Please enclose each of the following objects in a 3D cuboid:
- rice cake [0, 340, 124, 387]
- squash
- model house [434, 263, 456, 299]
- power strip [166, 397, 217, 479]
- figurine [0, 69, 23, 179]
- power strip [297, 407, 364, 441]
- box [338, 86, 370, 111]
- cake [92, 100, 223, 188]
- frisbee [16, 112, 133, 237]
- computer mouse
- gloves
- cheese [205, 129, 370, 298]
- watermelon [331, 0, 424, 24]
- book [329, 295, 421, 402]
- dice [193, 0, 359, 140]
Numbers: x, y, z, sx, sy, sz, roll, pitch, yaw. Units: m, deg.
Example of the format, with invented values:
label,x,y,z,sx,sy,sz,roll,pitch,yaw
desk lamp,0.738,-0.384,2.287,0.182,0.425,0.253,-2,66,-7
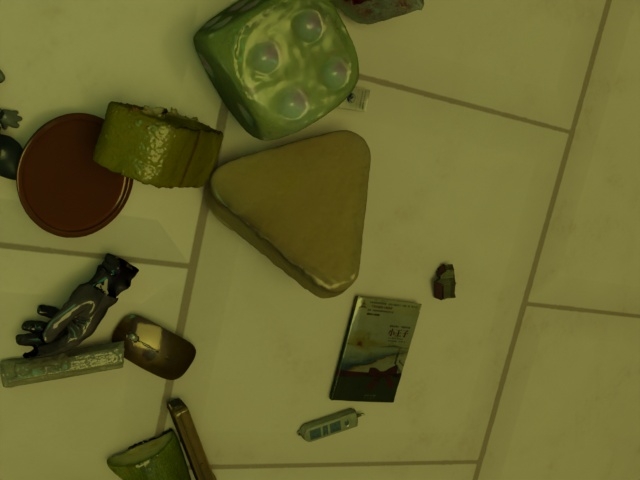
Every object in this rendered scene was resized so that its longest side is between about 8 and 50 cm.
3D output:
label,x,y,z,sx,sy,sz,roll,pitch,yaw
rice cake,-0.542,0.262,1.565,0.256,0.052,0.057,-8,96,-16
squash,-0.377,0.592,1.726,0.169,0.093,0.252,-20,112,-21
model house,0.327,0.110,1.962,0.058,0.057,0.083,-6,129,2
power strip,-0.298,0.499,1.754,0.044,0.064,0.306,-24,114,-23
figurine,-0.628,-0.225,1.352,0.193,0.140,0.265,-6,132,-43
power strip,0.031,0.480,1.929,0.191,0.030,0.048,-13,110,-22
box,0.071,-0.332,1.725,0.083,0.024,0.054,4,104,-28
cake,-0.320,-0.191,1.462,0.156,0.179,0.260,-67,163,10
frisbee,-0.483,-0.128,1.470,0.250,0.021,0.251,-17,114,-43
computer mouse,-0.370,0.241,1.658,0.199,0.045,0.102,37,86,-29
gloves,-0.497,0.141,1.524,0.285,0.142,0.119,-39,89,-11
cheese,-0.017,-0.101,1.641,0.383,0.104,0.384,5,71,-14
watermelon,0.138,-0.606,1.580,0.262,0.201,0.213,-46,127,-12
book,0.142,0.289,1.932,0.201,0.026,0.290,9,101,-26
dice,-0.091,-0.367,1.503,0.252,0.254,0.250,-35,116,-12
